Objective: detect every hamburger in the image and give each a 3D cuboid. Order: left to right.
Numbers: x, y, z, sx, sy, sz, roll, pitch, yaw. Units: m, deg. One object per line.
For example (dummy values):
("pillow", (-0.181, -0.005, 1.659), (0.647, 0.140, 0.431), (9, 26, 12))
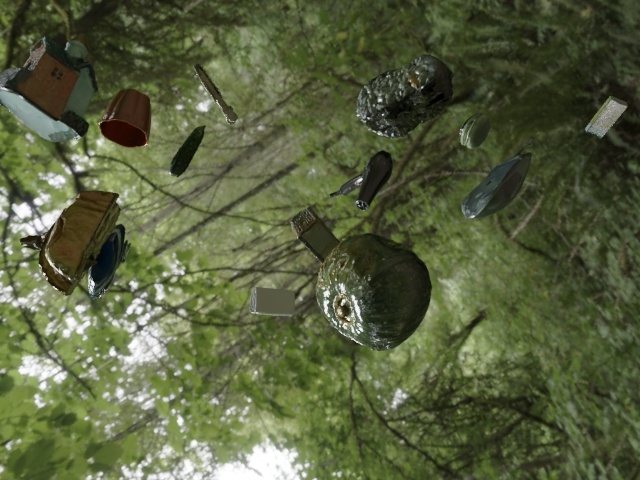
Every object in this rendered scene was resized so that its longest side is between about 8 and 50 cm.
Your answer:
("hamburger", (-0.577, -0.001, 1.397), (0.130, 0.124, 0.262), (19, -124, -4))
("hamburger", (0.561, -0.400, 2.149), (0.062, 0.133, 0.140), (38, 178, 33))

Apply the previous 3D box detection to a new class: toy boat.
("toy boat", (-0.593, 0.033, 1.704), (0.070, 0.210, 0.292), (24, -154, -8))

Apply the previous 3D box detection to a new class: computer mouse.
("computer mouse", (0.585, -0.186, 1.852), (0.090, 0.379, 0.167), (48, 161, -11))

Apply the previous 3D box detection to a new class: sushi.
("sushi", (0.295, -0.492, 2.046), (0.171, 0.350, 0.211), (38, -146, -46))

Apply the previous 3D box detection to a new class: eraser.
("eraser", (0.571, -0.246, 1.182), (0.038, 0.083, 0.019), (21, -134, -4))

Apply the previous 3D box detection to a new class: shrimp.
("shrimp", (-0.762, 0.006, 1.734), (0.152, 0.287, 0.063), (80, -166, -77))

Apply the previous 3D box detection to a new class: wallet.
("wallet", (-0.108, 0.140, 1.352), (0.122, 0.025, 0.061), (11, -99, -46))

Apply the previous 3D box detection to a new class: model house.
("model house", (-0.737, -0.454, 1.655), (0.184, 0.291, 0.253), (11, 160, 37))

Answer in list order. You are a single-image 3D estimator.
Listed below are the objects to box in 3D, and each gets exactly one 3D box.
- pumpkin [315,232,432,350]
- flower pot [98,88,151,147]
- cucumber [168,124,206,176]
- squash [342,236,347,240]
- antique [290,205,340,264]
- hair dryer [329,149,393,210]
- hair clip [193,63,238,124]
("pumpkin", (0.140, 0.125, 1.593), (0.257, 0.292, 0.327), (-19, -135, -36))
("flower pot", (-0.725, -0.472, 2.246), (0.190, 0.190, 0.173), (43, -130, -51))
("cucumber", (-0.496, -0.338, 2.214), (0.069, 0.228, 0.069), (32, 180, 0))
("squash", (0.112, 0.002, 2.098), (0.089, 0.027, 0.027), (9, 149, 47))
("antique", (0.000, 0.000, 2.544), (0.284, 0.125, 0.150), (49, -177, -35))
("hair dryer", (0.116, -0.164, 1.930), (0.091, 0.271, 0.236), (39, -125, -19))
("hair clip", (-0.340, -0.471, 1.915), (0.226, 0.034, 0.072), (54, 169, 0))
